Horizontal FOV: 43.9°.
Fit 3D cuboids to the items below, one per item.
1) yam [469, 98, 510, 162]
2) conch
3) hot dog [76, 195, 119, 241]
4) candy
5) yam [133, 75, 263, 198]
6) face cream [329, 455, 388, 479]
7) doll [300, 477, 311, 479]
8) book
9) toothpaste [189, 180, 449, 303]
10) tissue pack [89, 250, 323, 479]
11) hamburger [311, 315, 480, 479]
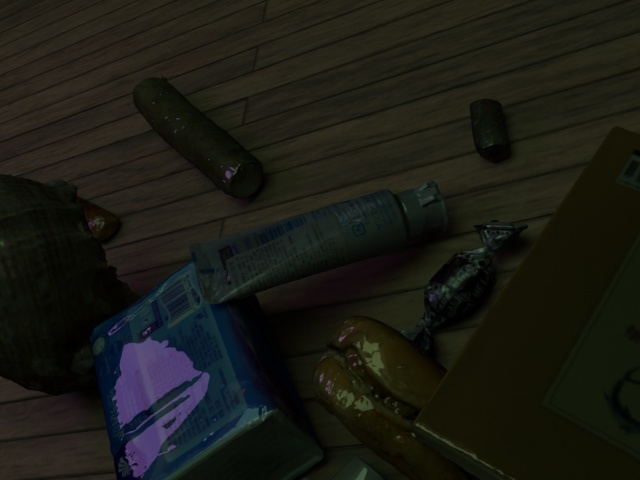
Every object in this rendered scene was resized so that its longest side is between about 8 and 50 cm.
[{"bbox_3d":[0.211,-0.141,0.993,0.043,0.043,0.094,-17,51,23],"label":"yam"},{"bbox_3d":[-0.370,0.058,1.024,0.210,0.352,0.297,-3,87,29],"label":"conch"},{"bbox_3d":[-0.419,-0.046,1.346,0.215,0.047,0.066,24,75,43],"label":"hot dog"},{"bbox_3d":[0.140,0.056,0.885,0.226,0.051,0.094,-45,42,-3],"label":"candy"},{"bbox_3d":[-0.205,-0.169,1.272,0.083,0.083,0.371,-44,46,-2],"label":"yam"},{"bbox_3d":[-0.002,0.301,0.793,0.182,0.051,0.072,-52,34,-8],"label":"face cream"},{"bbox_3d":[-0.091,0.318,0.812,0.227,0.057,0.114,-39,6,35],"label":"doll"},{"bbox_3d":[0.287,0.077,0.657,0.269,0.032,0.389,30,61,22],"label":"book"},{"bbox_3d":[0.000,0.000,0.930,0.299,0.073,0.114,-16,41,-8],"label":"toothpaste"},{"bbox_3d":[-0.138,0.174,0.914,0.198,0.146,0.263,-35,45,5],"label":"tissue pack"},{"bbox_3d":[0.078,0.159,0.741,0.108,0.214,0.213,-51,45,-4],"label":"hamburger"}]
